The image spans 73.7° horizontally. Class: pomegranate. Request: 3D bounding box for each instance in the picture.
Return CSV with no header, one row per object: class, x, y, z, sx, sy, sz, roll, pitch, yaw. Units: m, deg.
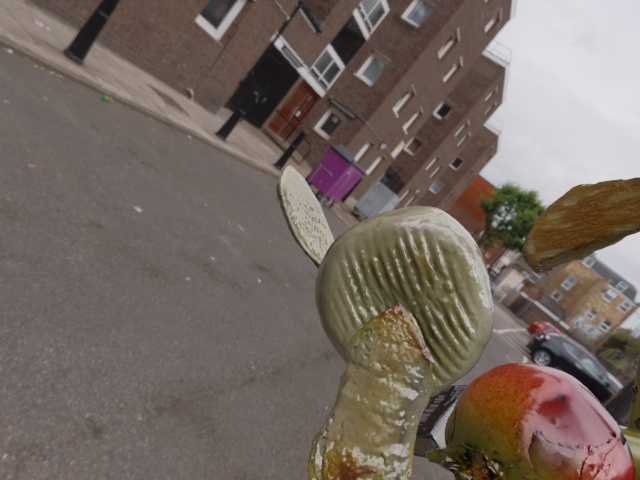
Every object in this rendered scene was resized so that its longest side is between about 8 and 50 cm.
pomegranate,0.252,0.262,0.531,0.235,0.210,0.210,-7,32,-22

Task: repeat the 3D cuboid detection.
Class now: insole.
insole,0.000,0.000,0.613,0.247,0.011,0.081,59,39,-40

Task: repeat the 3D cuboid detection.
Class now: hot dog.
hot dog,0.044,0.135,0.335,0.078,0.168,0.061,19,-14,19

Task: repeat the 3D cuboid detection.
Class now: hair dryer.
hair dryer,0.556,0.271,0.705,0.135,0.278,0.090,12,-7,19

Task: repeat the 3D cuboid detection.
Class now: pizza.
pizza,0.450,-0.041,0.682,0.034,0.181,0.262,42,-36,-15

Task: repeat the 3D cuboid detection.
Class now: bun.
bun,0.093,0.063,0.463,0.193,0.179,0.128,67,17,1

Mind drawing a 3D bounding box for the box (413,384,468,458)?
box,0.265,0.498,1.194,0.198,0.310,0.084,-30,91,-36
